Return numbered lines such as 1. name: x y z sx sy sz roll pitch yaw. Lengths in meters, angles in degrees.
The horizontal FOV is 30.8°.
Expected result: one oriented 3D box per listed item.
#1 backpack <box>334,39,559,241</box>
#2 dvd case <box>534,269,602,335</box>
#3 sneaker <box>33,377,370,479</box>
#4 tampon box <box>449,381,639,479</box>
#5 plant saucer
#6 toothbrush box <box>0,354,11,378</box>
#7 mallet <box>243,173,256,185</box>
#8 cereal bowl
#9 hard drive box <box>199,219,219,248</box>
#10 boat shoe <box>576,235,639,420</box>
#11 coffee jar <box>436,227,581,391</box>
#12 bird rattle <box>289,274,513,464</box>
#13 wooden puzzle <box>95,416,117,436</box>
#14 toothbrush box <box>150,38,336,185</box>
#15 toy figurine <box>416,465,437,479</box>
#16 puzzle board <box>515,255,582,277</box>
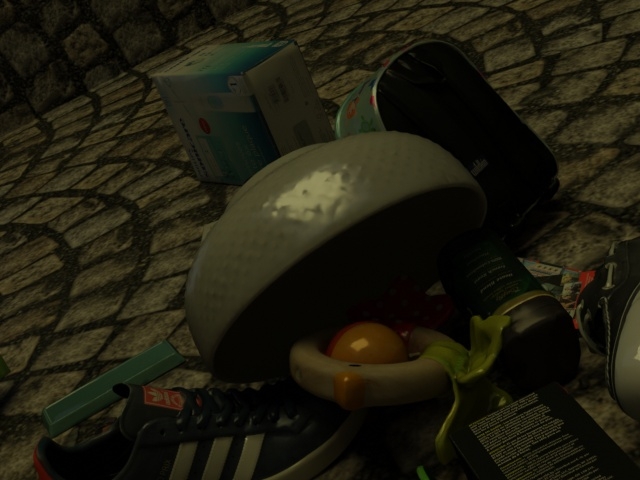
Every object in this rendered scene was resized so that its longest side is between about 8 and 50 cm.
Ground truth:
1. backpack: 0.141 -0.109 1.437 0.225 0.253 0.191 -43 10 -37
2. dvd case: 0.250 0.068 1.225 0.119 0.013 0.087 -8 39 31
3. sneaker: -0.122 0.189 1.161 0.350 0.148 0.131 -26 23 -6
4. tampon box: 0.183 0.206 0.867 0.101 0.120 0.161 -25 23 -3
5. plant saucer: -0.267 0.184 1.479 0.192 0.018 0.067 -30 23 -14
6. toothbrush box: -0.565 0.209 1.479 0.206 0.122 0.283 -25 9 20
7. mallet: -0.064 -0.013 1.475 0.039 0.062 0.190 -22 37 6
8. cereal bowl: 0.000 0.000 1.225 0.339 0.339 0.141 -27 68 -12
9. hard drive box: -0.066 0.032 1.529 0.181 0.089 0.232 -20 22 8
10. boat shoe: 0.288 0.072 1.083 0.102 0.108 0.301 -11 23 27
11. coffee jar: 0.189 0.069 1.171 0.079 0.096 0.184 -28 33 -4
12. bird rattle: 0.070 0.103 1.111 0.206 0.143 0.253 -3 22 -25
13. wooden puzzle: -0.243 0.229 1.369 0.049 0.006 0.083 -24 22 -1
14. toothbrush box: -0.129 -0.214 1.966 0.126 0.216 0.295 -36 26 -28
15. toy figurine: 0.064 0.284 0.868 0.159 0.130 0.173 -38 48 0
16. puzzle board: 0.220 0.048 1.322 0.096 0.011 0.128 -34 26 -24
